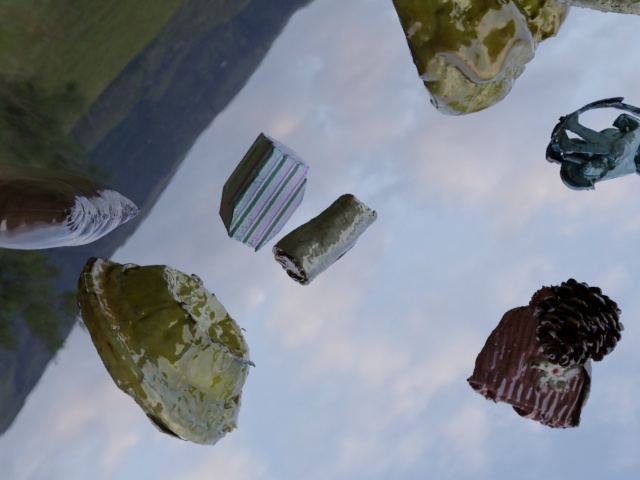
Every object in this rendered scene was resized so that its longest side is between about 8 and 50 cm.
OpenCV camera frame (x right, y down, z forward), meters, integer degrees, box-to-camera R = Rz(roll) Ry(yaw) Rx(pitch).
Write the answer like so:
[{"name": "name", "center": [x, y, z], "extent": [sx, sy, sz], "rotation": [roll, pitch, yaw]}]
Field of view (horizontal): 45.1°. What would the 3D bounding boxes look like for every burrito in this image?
[{"name": "burrito", "center": [0.003, 0.000, 1.728], "extent": [0.143, 0.105, 0.299], "rotation": [-7, -157, 44]}]

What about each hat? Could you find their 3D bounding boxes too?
[{"name": "hat", "center": [0.443, 0.215, 1.543], "extent": [0.107, 0.237, 0.286], "rotation": [118, -3, -71]}]

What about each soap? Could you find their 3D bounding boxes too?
[{"name": "soap", "center": [-0.082, -0.064, 1.086], "extent": [0.149, 0.100, 0.056], "rotation": [-54, -139, 12]}]

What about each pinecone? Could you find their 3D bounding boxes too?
[{"name": "pinecone", "center": [0.462, 0.155, 1.395], "extent": [0.173, 0.173, 0.173], "rotation": [-36, -151, 23]}]

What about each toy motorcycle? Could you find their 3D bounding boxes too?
[{"name": "toy motorcycle", "center": [0.665, -0.227, 1.801], "extent": [0.260, 0.206, 0.154], "rotation": [-13, 172, -7]}]

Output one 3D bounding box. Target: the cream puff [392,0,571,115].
[{"name": "cream puff", "center": [0.223, -0.338, 1.014], "extent": [0.257, 0.324, 0.291], "rotation": [-22, -105, 14]}]

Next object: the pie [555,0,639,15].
[{"name": "pie", "center": [0.338, -0.333, 0.821], "extent": [0.274, 0.055, 0.274], "rotation": [-5, -128, 7]}]

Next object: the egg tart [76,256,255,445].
[{"name": "egg tart", "center": [-0.182, 0.118, 0.969], "extent": [0.115, 0.290, 0.290], "rotation": [-39, -153, 3]}]

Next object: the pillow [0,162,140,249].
[{"name": "pillow", "center": [-0.423, -0.048, 1.013], "extent": [0.305, 0.308, 0.108], "rotation": [-99, -165, -86]}]
